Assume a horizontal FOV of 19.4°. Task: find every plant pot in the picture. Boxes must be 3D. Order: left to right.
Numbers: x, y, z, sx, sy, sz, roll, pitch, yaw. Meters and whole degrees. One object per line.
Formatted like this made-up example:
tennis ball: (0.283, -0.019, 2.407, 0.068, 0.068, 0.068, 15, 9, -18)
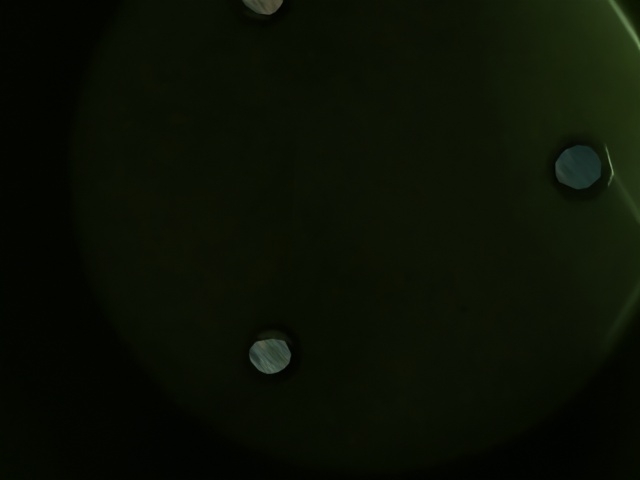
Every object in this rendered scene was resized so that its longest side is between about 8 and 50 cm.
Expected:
plant pot: (0.000, 0.000, 0.271, 0.275, 0.275, 0.293, 49, -175, -2)
